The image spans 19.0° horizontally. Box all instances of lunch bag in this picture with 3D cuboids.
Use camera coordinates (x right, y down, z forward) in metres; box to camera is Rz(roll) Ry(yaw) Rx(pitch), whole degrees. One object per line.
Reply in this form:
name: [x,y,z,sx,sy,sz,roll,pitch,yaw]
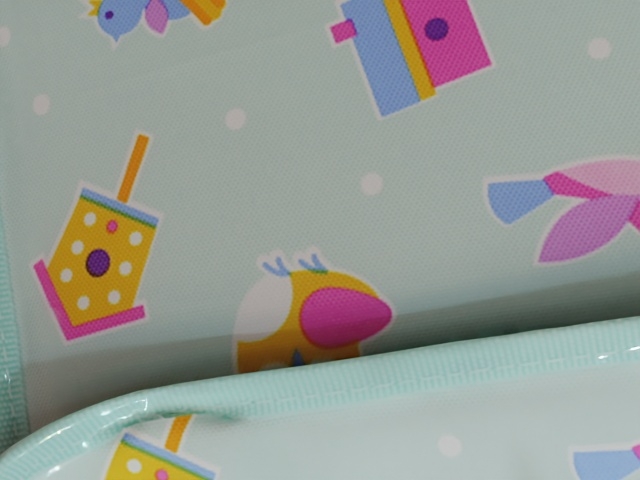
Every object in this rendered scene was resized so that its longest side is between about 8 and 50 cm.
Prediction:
lunch bag: [0.036,0.026,0.460,0.160,0.223,0.262,46,36,-68]
